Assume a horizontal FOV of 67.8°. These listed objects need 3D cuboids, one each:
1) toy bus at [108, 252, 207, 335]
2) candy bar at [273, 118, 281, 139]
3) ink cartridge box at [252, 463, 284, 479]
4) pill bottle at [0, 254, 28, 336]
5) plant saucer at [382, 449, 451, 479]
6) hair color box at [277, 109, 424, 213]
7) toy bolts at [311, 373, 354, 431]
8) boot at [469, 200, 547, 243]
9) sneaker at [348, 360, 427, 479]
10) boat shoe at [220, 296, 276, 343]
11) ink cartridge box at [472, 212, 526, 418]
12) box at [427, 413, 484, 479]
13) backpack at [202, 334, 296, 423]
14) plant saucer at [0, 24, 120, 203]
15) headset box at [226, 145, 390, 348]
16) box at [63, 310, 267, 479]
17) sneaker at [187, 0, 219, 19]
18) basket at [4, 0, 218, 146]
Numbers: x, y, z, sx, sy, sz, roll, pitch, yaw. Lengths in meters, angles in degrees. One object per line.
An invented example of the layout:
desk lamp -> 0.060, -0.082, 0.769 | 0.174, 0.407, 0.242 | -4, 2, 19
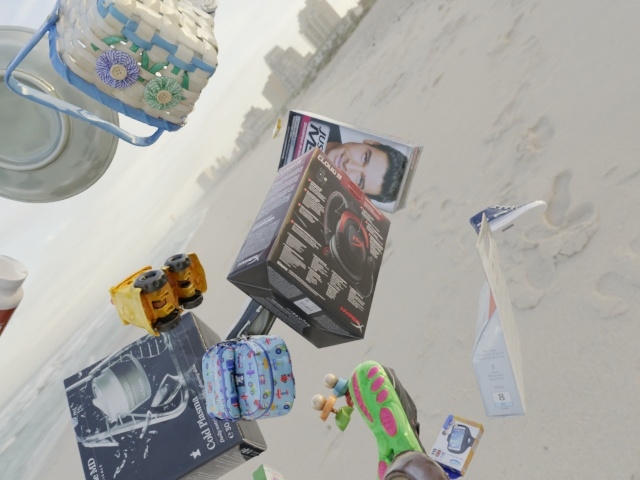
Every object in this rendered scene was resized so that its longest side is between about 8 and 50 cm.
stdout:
toy bus -> -0.440, 0.129, 1.251 | 0.211, 0.149, 0.220 | 2, 28, 29
candy bar -> -0.159, -0.406, 1.738 | 0.161, 0.018, 0.040 | 172, 106, -78
ink cartridge box -> -0.162, 0.906, 1.680 | 0.062, 0.109, 0.209 | -45, 32, 4
pill bottle -> -0.744, 0.142, 1.055 | 0.216, 0.121, 0.121 | -54, 11, 12
plant saucer -> 0.209, 0.617, 1.017 | 0.310, 0.050, 0.310 | -9, 80, 63
hair color box -> 0.076, -0.228, 1.334 | 0.113, 0.374, 0.185 | -24, -48, -60
toy bolts -> 0.077, 0.575, 1.834 | 0.218, 0.158, 0.228 | -63, -9, 10
boot -> 0.499, -0.072, 1.279 | 0.190, 0.069, 0.086 | -28, 49, 7
sneaker -> 0.246, 0.588, 1.413 | 0.185, 0.483, 0.202 | -29, -25, 31
boat shoe -> -0.215, 0.288, 1.439 | 0.091, 0.114, 0.302 | 14, 78, 41
ink cartridge box -> 0.387, 0.157, 1.111 | 0.091, 0.385, 0.308 | -15, 10, 25
box -> 0.296, 0.455, 1.051 | 0.081, 0.028, 0.136 | 4, 38, 42
backpack -> -0.124, 0.248, 0.856 | 0.117, 0.158, 0.173 | 1, -14, -37
plant saucer -> -0.671, -0.270, 1.068 | 0.400, 0.400, 0.100 | -44, 21, 4
headset box -> 0.000, 0.000, 0.823 | 0.110, 0.218, 0.293 | -23, 36, 40
box -> -0.506, 0.578, 1.575 | 0.472, 0.480, 0.297 | -30, -30, -6
sneaker -> -0.359, -0.550, 1.181 | 0.235, 0.090, 0.095 | -27, -10, -37
basket -> -0.325, -0.280, 0.769 | 0.289, 0.255, 0.201 | -27, 58, 36
